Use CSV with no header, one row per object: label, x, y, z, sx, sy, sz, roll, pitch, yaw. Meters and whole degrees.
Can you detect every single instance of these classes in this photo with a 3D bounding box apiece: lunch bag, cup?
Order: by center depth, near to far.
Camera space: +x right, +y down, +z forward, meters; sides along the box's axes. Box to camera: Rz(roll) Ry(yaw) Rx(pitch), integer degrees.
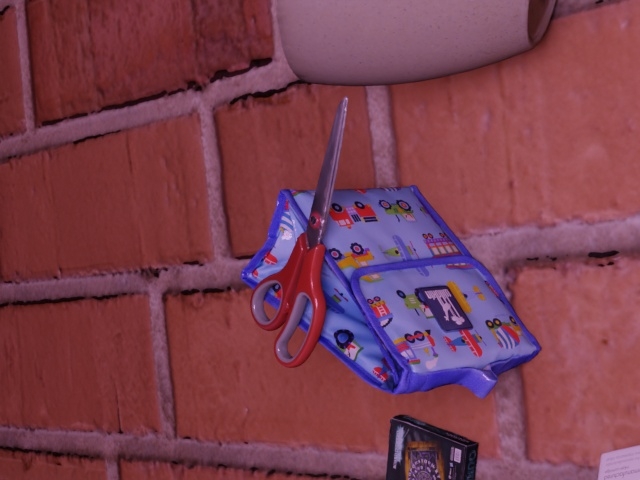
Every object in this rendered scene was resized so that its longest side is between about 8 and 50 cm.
cup,0.126,-0.304,1.281,0.236,0.331,0.331,15,106,18
lunch bag,0.091,0.076,1.378,0.293,0.221,0.138,47,125,34

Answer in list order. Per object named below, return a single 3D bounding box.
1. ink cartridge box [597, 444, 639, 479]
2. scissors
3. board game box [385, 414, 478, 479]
ink cartridge box,0.328,0.309,1.163,0.134,0.078,0.231,-26,37,44
scissors,0.000,0.000,1.297,0.109,0.021,0.297,47,123,37
board game box,0.130,0.320,1.499,0.126,0.026,0.186,15,105,45
